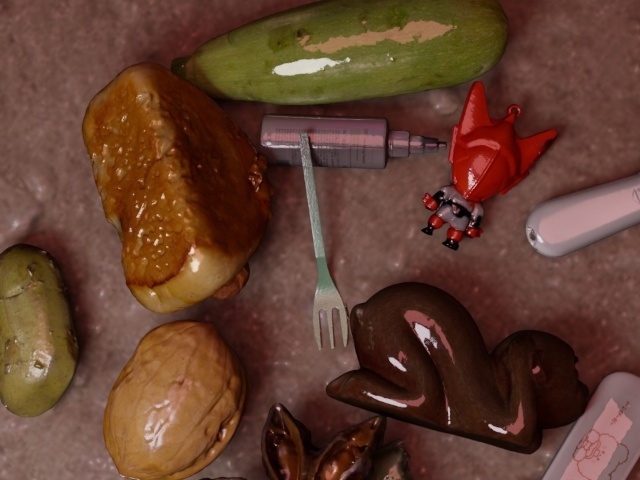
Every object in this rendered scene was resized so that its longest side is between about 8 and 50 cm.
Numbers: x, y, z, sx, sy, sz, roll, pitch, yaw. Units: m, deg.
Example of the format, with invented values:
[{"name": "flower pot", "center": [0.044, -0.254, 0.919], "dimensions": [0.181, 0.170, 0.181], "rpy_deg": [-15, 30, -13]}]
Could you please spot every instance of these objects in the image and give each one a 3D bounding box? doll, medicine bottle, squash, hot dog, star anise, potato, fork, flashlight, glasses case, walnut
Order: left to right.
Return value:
[{"name": "potato", "center": [-0.308, 0.094, 1.476], "dimensions": [0.105, 0.085, 0.188], "rpy_deg": [-14, 79, 26]}, {"name": "walnut", "center": [-0.149, 0.171, 1.421], "dimensions": [0.144, 0.144, 0.180], "rpy_deg": [30, 79, 7]}, {"name": "hot dog", "center": [-0.141, -0.052, 1.434], "dimensions": [0.150, 0.153, 0.257], "rpy_deg": [-30, 70, 31]}, {"name": "star anise", "center": [-0.035, 0.268, 1.370], "dimensions": [0.220, 0.099, 0.214], "rpy_deg": [-7, 52, 6]}, {"name": "fork", "center": [0.000, 0.000, 1.467], "dimensions": [0.039, 0.021, 0.235], "rpy_deg": [-7, 100, 1]}, {"name": "squash", "center": [0.014, -0.203, 1.456], "dimensions": [0.370, 0.118, 0.118], "rpy_deg": [-6, 84, 7]}, {"name": "medicine bottle", "center": [0.036, -0.106, 1.472], "dimensions": [0.199, 0.057, 0.058], "rpy_deg": [2, 85, 6]}, {"name": "doll", "center": [0.168, -0.072, 1.454], "dimensions": [0.109, 0.057, 0.169], "rpy_deg": [32, 80, -8]}, {"name": "glasses case", "center": [0.284, 0.226, 1.421], "dimensions": [0.074, 0.049, 0.193], "rpy_deg": [32, 89, 7]}, {"name": "flashlight", "center": [0.314, -0.036, 1.446], "dimensions": [0.200, 0.047, 0.093], "rpy_deg": [-21, 82, 6]}]

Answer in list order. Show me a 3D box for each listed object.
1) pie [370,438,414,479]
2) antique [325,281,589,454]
[{"name": "pie", "center": [0.089, 0.365, 1.416], "dimensions": [0.302, 0.067, 0.302], "rpy_deg": [-1, 83, 10]}, {"name": "antique", "center": [0.148, 0.131, 1.413], "dimensions": [0.257, 0.121, 0.143], "rpy_deg": [16, 77, 14]}]
